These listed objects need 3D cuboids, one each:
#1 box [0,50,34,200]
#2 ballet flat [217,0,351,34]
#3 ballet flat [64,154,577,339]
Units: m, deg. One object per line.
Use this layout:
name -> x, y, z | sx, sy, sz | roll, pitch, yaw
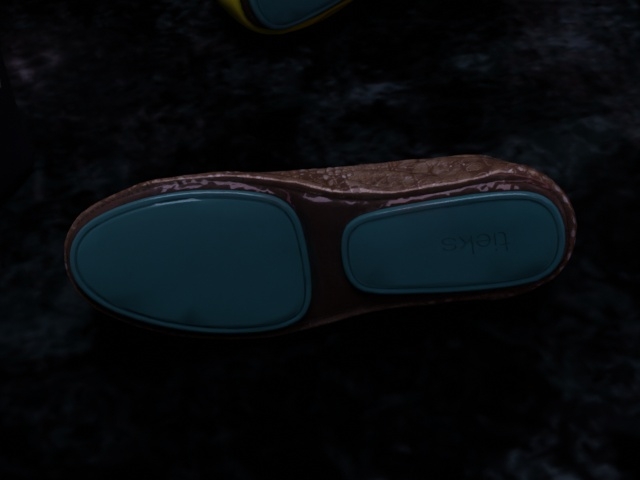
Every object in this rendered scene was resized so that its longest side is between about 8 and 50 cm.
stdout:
box -> -0.232, -0.081, 0.521 | 0.156, 0.158, 0.093 | 11, 44, 18
ballet flat -> 0.039, -0.183, 0.672 | 0.231, 0.077, 0.077 | -24, 29, -17
ballet flat -> 0.000, 0.000, 0.490 | 0.206, 0.073, 0.067 | -1, 15, 1
